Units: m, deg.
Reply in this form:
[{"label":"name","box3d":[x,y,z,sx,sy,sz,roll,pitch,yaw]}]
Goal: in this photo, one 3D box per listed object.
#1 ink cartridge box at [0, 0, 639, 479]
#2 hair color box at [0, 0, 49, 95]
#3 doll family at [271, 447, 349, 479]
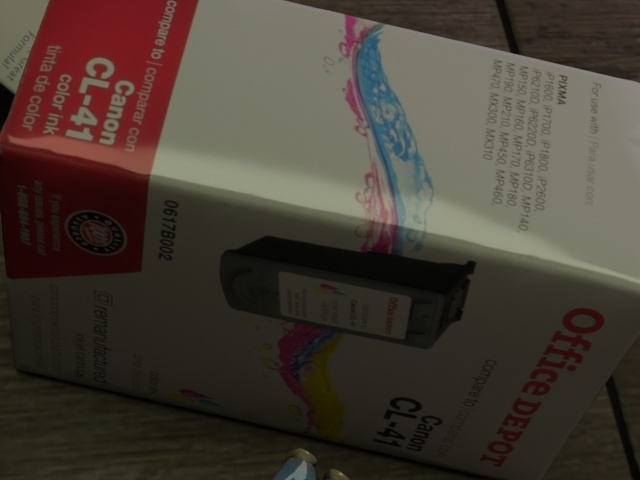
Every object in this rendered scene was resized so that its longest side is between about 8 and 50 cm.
[{"label":"ink cartridge box","box3d":[0.000,0.000,0.707,0.306,0.226,0.131,14,56,-1]},{"label":"hair color box","box3d":[-0.210,-0.227,0.851,0.339,0.110,0.185,40,87,14]},{"label":"doll family","box3d":[0.021,0.190,0.682,0.193,0.076,0.111,26,60,13]}]
